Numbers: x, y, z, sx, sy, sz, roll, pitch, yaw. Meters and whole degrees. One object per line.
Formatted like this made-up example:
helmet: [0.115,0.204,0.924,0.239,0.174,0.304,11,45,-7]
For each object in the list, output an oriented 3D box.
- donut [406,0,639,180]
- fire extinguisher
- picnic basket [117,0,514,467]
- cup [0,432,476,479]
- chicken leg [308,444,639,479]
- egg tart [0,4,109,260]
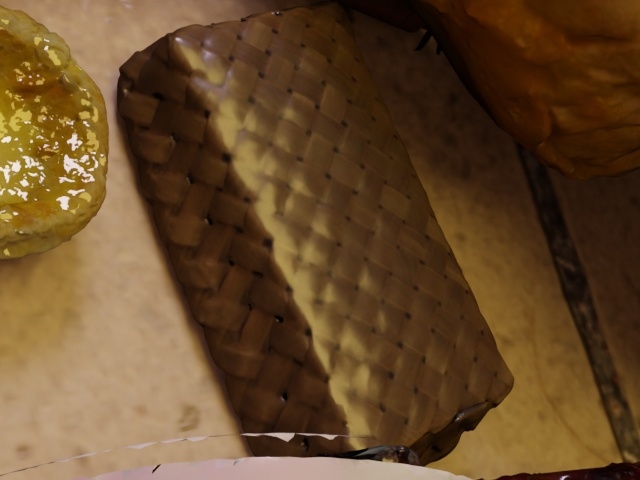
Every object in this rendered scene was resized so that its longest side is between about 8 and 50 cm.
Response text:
donut: [0.095,-0.184,0.625,0.330,0.160,0.330,44,34,-42]
fire extinguisher: [0.024,-0.107,0.646,0.083,0.022,0.028,18,98,-31]
picnic basket: [0.000,0.000,0.555,0.110,0.055,0.193,-18,83,-41]
cup: [-0.015,0.207,0.332,0.253,0.253,0.274,15,54,-32]
chicken leg: [0.063,0.104,0.515,0.253,0.106,0.051,14,54,-50]
egg tart: [-0.120,-0.034,0.486,0.105,0.039,0.105,17,60,-31]
